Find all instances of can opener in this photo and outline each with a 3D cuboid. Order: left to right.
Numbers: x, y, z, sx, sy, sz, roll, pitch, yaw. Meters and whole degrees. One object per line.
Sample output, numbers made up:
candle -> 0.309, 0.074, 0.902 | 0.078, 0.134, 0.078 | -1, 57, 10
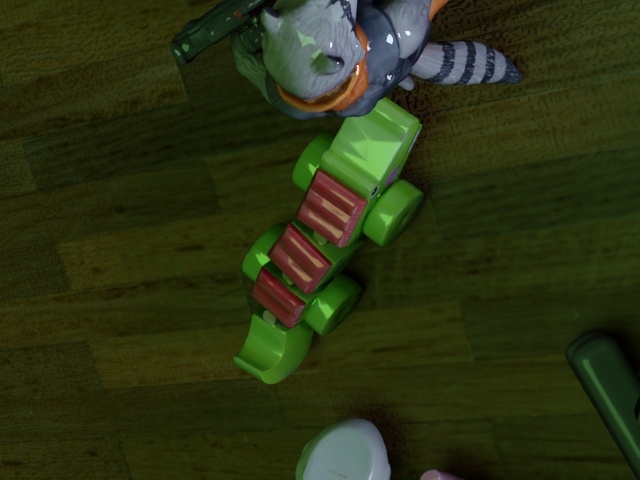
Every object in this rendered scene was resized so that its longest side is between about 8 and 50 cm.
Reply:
can opener -> 0.332, 0.198, 1.186 | 0.095, 0.076, 0.283 | -30, 91, 4

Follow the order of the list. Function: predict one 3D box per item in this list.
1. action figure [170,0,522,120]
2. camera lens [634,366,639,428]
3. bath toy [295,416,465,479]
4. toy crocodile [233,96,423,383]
action figure -> 0.074, -0.186, 1.019 | 0.341, 0.330, 0.178 | -29, 90, 36
camera lens -> 0.399, 0.115, 1.006 | 0.274, 0.219, 0.219 | 30, 121, 18
bath toy -> 0.131, 0.306, 1.310 | 0.348, 0.129, 0.151 | 27, 76, 18
toy crocodile -> 0.000, 0.000, 1.269 | 0.115, 0.105, 0.340 | 39, 128, 13
